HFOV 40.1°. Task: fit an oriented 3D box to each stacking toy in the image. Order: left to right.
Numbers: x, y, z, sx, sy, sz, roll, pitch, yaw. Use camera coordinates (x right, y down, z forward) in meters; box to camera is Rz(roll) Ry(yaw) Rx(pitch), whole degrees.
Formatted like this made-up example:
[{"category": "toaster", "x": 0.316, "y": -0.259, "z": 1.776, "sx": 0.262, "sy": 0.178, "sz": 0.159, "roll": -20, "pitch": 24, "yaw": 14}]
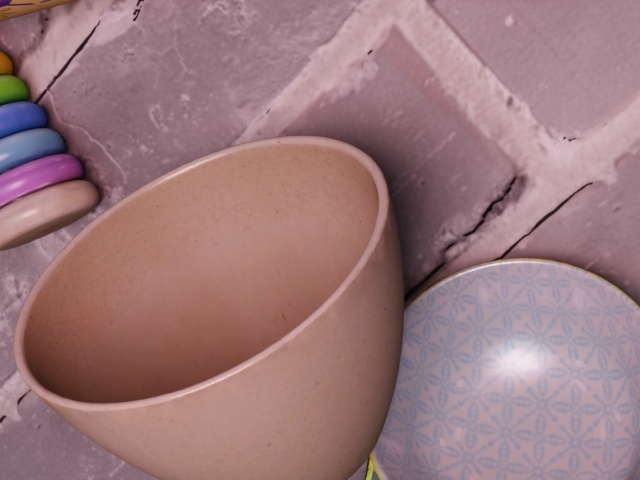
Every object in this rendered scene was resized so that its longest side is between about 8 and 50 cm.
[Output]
[{"category": "stacking toy", "x": -0.381, "y": -0.161, "z": 0.993, "sx": 0.141, "sy": 0.141, "sz": 0.330, "roll": -25, "pitch": 91, "yaw": 23}]

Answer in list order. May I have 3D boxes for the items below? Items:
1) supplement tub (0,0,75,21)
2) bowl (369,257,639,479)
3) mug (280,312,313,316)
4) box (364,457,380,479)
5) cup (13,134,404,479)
[{"category": "supplement tub", "x": -0.274, "y": -0.343, "z": 0.829, "sx": 0.331, "sy": 0.241, "sz": 0.241, "roll": -8, "pitch": 104, "yaw": 20}, {"category": "bowl", "x": 0.200, "y": 0.179, "z": 0.870, "sx": 0.289, "sy": 0.290, "sz": 0.156, "roll": -6, "pitch": 148, "yaw": 19}, {"category": "mug", "x": -0.005, "y": 0.007, "z": 0.931, "sx": 0.157, "sy": 0.097, "sz": 0.130, "roll": 13, "pitch": 110, "yaw": 13}, {"category": "box", "x": 0.135, "y": 0.306, "z": 0.980, "sx": 0.184, "sy": 0.045, "sz": 0.191, "roll": 9, "pitch": 90, "yaw": 16}, {"category": "cup", "x": -0.061, "y": 0.097, "z": 0.778, "sx": 0.330, "sy": 0.331, "sz": 0.237, "roll": -11, "pitch": 126, "yaw": 20}]
